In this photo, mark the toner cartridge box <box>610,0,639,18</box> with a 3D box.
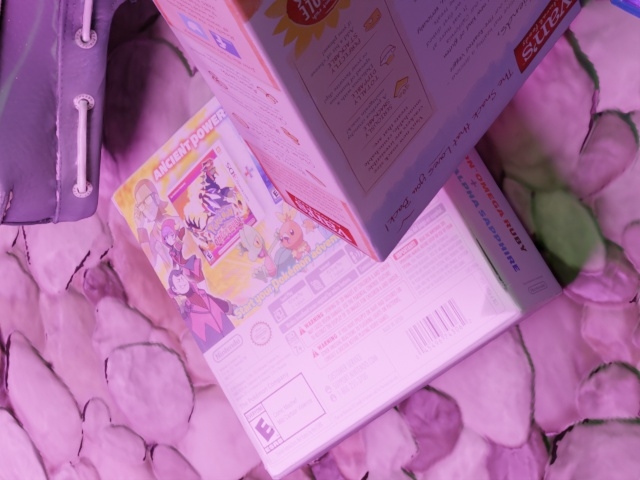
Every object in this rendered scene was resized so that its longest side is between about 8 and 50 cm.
[{"bbox_3d":[0.217,-0.210,0.577,0.165,0.075,0.348,36,134,32],"label":"toner cartridge box"}]

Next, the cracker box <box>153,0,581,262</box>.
[{"bbox_3d":[0.020,-0.112,0.688,0.067,0.156,0.232,32,166,29],"label":"cracker box"}]

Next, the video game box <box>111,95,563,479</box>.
[{"bbox_3d":[0.000,0.000,0.887,0.205,0.048,0.187,-38,80,40],"label":"video game box"}]

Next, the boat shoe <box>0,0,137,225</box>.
[{"bbox_3d":[-0.138,-0.156,0.940,0.116,0.099,0.319,-130,53,-65],"label":"boat shoe"}]
